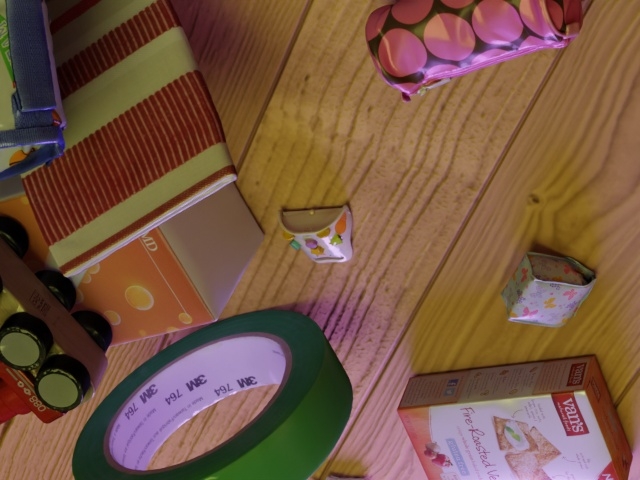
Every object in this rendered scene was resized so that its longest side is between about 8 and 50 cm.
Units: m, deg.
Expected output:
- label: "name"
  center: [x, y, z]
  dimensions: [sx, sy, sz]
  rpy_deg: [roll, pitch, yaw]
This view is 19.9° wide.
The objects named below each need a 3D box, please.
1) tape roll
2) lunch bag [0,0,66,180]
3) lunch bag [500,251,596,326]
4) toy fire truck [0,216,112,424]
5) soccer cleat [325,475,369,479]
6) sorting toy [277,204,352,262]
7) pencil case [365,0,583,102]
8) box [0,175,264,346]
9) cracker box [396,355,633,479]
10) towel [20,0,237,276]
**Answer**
- label: "tape roll"
  center: [-0.121, 0.207, 2.043]
  dimensions: [0.321, 0.321, 0.077]
  rpy_deg: [-13, 119, 29]
- label: "lunch bag"
  center: [-0.405, -0.208, 1.799]
  dimensions: [0.385, 0.239, 0.328]
  rpy_deg: [-14, 84, 41]
- label: "lunch bag"
  center: [0.247, 0.054, 1.960]
  dimensions: [0.083, 0.053, 0.071]
  rpy_deg: [10, 133, -19]
- label: "toy fire truck"
  center: [-0.377, 0.111, 1.982]
  dimensions: [0.246, 0.158, 0.217]
  rpy_deg: [-31, 111, 25]
- label: "soccer cleat"
  center: [0.023, 0.305, 2.254]
  dimensions: [0.083, 0.029, 0.035]
  rpy_deg: [-16, 123, 35]
- label: "sorting toy"
  center: [0.000, 0.000, 2.030]
  dimensions: [0.083, 0.045, 0.075]
  rpy_deg: [-4, 143, 24]
- label: "pencil case"
  center: [0.153, -0.208, 1.774]
  dimensions: [0.209, 0.095, 0.098]
  rpy_deg: [-16, 83, 32]
- label: "box"
  center: [-0.276, -0.005, 2.042]
  dimensions: [0.345, 0.168, 0.215]
  rpy_deg: [-15, 119, 29]
- label: "cracker box"
  center: [0.224, 0.222, 2.087]
  dimensions: [0.232, 0.067, 0.155]
  rpy_deg: [-10, 122, 26]
- label: "towel"
  center: [-0.228, -0.156, 1.854]
  dimensions: [0.237, 0.037, 0.329]
  rpy_deg: [-30, 73, 25]
